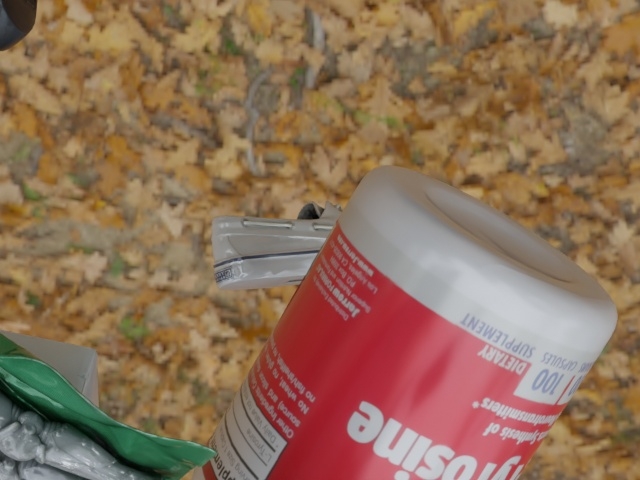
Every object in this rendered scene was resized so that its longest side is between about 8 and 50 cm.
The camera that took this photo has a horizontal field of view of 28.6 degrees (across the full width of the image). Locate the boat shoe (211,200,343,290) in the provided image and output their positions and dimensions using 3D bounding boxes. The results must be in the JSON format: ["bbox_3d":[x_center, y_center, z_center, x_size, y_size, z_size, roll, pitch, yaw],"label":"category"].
[{"bbox_3d":[0.000,0.000,1.395,0.267,0.088,0.096,-6,170,-27],"label":"boat shoe"}]

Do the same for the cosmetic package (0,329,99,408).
[{"bbox_3d":[-0.203,0.258,0.734,0.097,0.284,0.377,13,148,-1],"label":"cosmetic package"}]

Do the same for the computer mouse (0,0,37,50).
[{"bbox_3d":[-0.195,-0.226,0.729,0.041,0.242,0.071,-6,167,12],"label":"computer mouse"}]

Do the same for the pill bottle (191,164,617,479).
[{"bbox_3d":[0.040,0.164,1.017,0.229,0.229,0.408,23,106,-25],"label":"pill bottle"}]

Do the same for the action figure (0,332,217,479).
[{"bbox_3d":[-0.171,0.067,0.543,0.232,0.063,0.137,31,140,-8],"label":"action figure"}]
